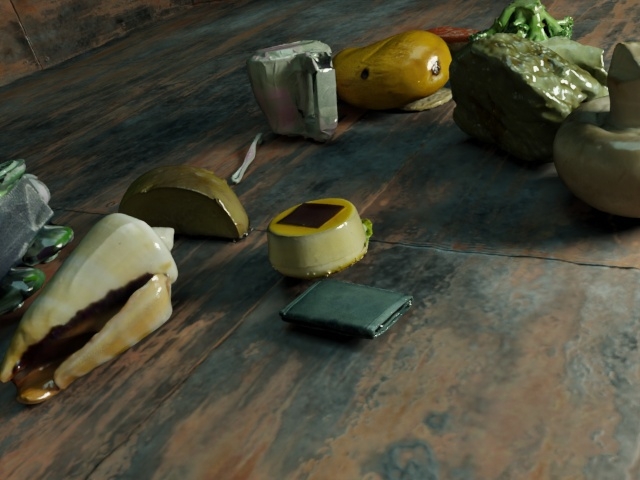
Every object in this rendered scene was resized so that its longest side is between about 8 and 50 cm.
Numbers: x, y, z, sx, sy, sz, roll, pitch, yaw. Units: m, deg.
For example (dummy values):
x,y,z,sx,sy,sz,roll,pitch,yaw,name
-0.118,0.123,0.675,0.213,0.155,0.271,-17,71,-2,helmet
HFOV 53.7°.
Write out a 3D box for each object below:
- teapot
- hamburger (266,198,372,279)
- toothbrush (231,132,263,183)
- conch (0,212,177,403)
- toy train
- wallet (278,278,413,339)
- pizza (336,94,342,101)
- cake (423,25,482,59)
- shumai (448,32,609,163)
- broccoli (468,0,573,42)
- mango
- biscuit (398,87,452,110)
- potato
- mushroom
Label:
x,y,z,sx,sy,sz,roll,pitch,yaw,name
-0.027,-0.290,1.225,0.222,0.178,0.163,7,29,37,teapot
0.000,0.000,0.789,0.127,0.081,0.141,-3,27,26,hamburger
-0.136,-0.158,1.192,0.017,0.022,0.204,-6,31,15,toothbrush
-0.262,0.082,0.764,0.158,0.127,0.255,38,77,20,conch
-0.527,0.013,0.934,0.249,0.173,0.307,-19,28,11,toy train
0.029,0.076,0.703,0.129,0.026,0.088,7,29,36,wallet
0.060,-0.340,1.407,0.176,0.036,0.184,0,30,20,pizza
0.305,-0.426,1.393,0.221,0.086,0.117,11,40,39,cake
0.331,-0.236,0.949,0.218,0.189,0.256,-24,36,-13,shumai
0.383,-0.378,1.204,0.196,0.156,0.195,-15,34,10,broccoli
0.129,-0.329,1.248,0.295,0.120,0.177,8,48,51,mango
0.205,-0.284,1.262,0.120,0.015,0.120,-11,29,6,biscuit
-0.207,-0.070,0.997,0.243,0.098,0.138,1,31,24,potato
0.375,-0.133,0.736,0.204,0.204,0.204,-11,29,6,mushroom
